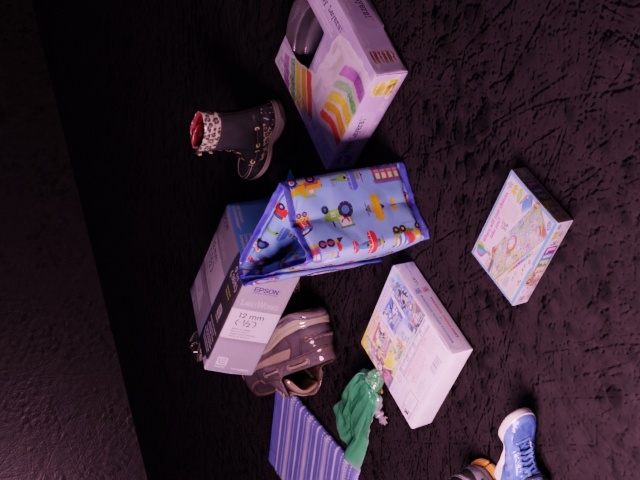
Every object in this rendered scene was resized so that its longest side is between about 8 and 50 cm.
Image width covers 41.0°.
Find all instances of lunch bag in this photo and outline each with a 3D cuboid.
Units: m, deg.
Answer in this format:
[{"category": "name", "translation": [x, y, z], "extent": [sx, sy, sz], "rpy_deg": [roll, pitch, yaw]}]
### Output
[{"category": "lunch bag", "translation": [0.000, 0.000, 1.408], "extent": [0.293, 0.221, 0.138], "rpy_deg": [-41, 64, 60]}]

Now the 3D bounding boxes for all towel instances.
[{"category": "towel", "translation": [-0.016, 0.480, 1.841], "extent": [0.336, 0.040, 0.243], "rpy_deg": [40, 131, 49]}]

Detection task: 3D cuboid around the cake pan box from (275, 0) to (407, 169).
[{"category": "cake pan box", "translation": [0.024, -0.294, 1.422], "extent": [0.266, 0.070, 0.245], "rpy_deg": [67, 149, 23]}]

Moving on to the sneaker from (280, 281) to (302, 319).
[{"category": "sneaker", "translation": [-0.073, 0.104, 1.786], "extent": [0.071, 0.066, 0.188], "rpy_deg": [-117, 32, -62]}]

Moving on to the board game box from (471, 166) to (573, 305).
[{"category": "board game box", "translation": [0.260, -0.004, 1.119], "extent": [0.103, 0.026, 0.154], "rpy_deg": [58, 147, 35]}]

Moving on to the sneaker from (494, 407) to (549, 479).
[{"category": "sneaker", "translation": [0.280, 0.302, 1.158], "extent": [0.084, 0.058, 0.152], "rpy_deg": [-125, 31, -49]}]

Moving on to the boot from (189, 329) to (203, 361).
[{"category": "boot", "translation": [-0.209, 0.205, 1.957], "extent": [0.083, 0.161, 0.246], "rpy_deg": [63, 149, 27]}]

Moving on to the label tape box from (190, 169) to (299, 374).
[{"category": "label tape box", "translation": [-0.142, 0.054, 1.684], "extent": [0.249, 0.115, 0.347], "rpy_deg": [-110, 38, -51]}]

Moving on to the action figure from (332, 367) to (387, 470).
[{"category": "action figure", "translation": [0.079, 0.300, 1.546], "extent": [0.232, 0.064, 0.137], "rpy_deg": [105, 145, -48]}]

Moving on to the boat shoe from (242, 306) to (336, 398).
[{"category": "boat shoe", "translation": [-0.068, 0.261, 1.743], "extent": [0.130, 0.132, 0.355], "rpy_deg": [68, 152, 21]}]

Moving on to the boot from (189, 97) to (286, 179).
[{"category": "boot", "translation": [-0.183, -0.197, 1.734], "extent": [0.085, 0.179, 0.236], "rpy_deg": [67, 150, 22]}]

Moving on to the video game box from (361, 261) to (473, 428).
[{"category": "video game box", "translation": [0.148, 0.170, 1.380], "extent": [0.187, 0.048, 0.205], "rpy_deg": [57, 145, 33]}]

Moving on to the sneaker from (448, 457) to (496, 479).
[{"category": "sneaker", "translation": [0.255, 0.421, 1.231], "extent": [0.215, 0.083, 0.084], "rpy_deg": [55, 143, 36]}]
